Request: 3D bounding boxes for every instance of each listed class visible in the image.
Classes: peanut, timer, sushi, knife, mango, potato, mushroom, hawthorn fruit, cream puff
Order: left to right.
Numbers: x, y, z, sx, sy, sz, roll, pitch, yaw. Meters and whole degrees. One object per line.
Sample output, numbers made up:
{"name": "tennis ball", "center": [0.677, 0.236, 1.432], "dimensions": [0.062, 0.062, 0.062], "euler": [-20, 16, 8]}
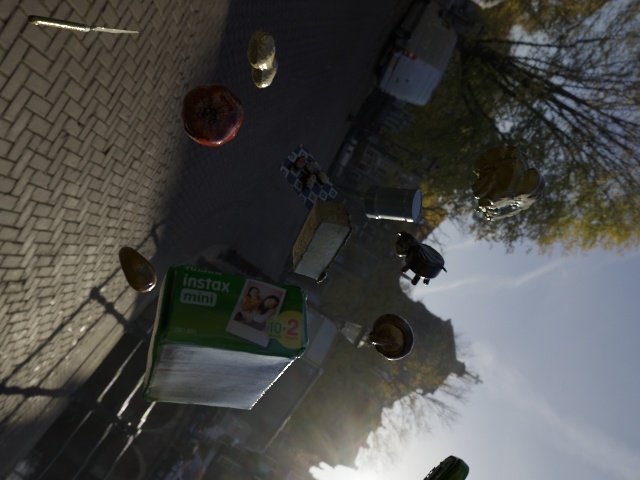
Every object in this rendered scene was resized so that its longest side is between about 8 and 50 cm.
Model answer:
{"name": "knife", "center": [-0.532, -0.498, 1.008], "dimensions": [0.298, 0.047, 0.017], "euler": [-39, 126, -62]}
{"name": "mango", "center": [-0.602, 0.093, 1.408], "dimensions": [0.089, 0.163, 0.111], "euler": [-37, -162, -37]}
{"name": "hawthorn fruit", "center": [-0.357, -0.415, 1.420], "dimensions": [0.205, 0.205, 0.253], "euler": [-59, -162, 10]}
{"name": "peanut", "center": [-0.163, -0.508, 1.221], "dimensions": [0.082, 0.082, 0.187], "euler": [-58, 172, -17]}
{"name": "sushi", "center": [-0.032, -0.256, 1.796], "dimensions": [0.043, 0.279, 0.192], "euler": [-8, -145, 49]}
{"name": "potato", "center": [-0.001, 0.002, 0.706], "dimensions": [0.122, 0.061, 0.086], "euler": [-60, -159, 31]}
{"name": "mushroom", "center": [0.196, 0.263, 1.169], "dimensions": [0.087, 0.127, 0.127], "euler": [-23, 148, -58]}
{"name": "timer", "center": [0.241, 0.499, 0.877], "dimensions": [0.140, 0.047, 0.128], "euler": [-42, 159, -11]}
{"name": "cream puff", "center": [0.499, -0.167, 1.165], "dimensions": [0.195, 0.194, 0.221], "euler": [-59, 154, 0]}

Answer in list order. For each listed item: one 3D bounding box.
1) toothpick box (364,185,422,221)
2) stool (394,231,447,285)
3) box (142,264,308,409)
{"name": "toothpick box", "center": [0.222, -0.112, 1.315], "dimensions": [0.101, 0.153, 0.101], "euler": [-26, 120, -57]}
{"name": "stool", "center": [0.324, 0.062, 1.465], "dimensions": [0.125, 0.217, 0.121], "euler": [-30, 154, -52]}
{"name": "box", "center": [-0.134, 0.141, 0.574], "dimensions": [0.250, 0.180, 0.103], "euler": [124, -29, -46]}
